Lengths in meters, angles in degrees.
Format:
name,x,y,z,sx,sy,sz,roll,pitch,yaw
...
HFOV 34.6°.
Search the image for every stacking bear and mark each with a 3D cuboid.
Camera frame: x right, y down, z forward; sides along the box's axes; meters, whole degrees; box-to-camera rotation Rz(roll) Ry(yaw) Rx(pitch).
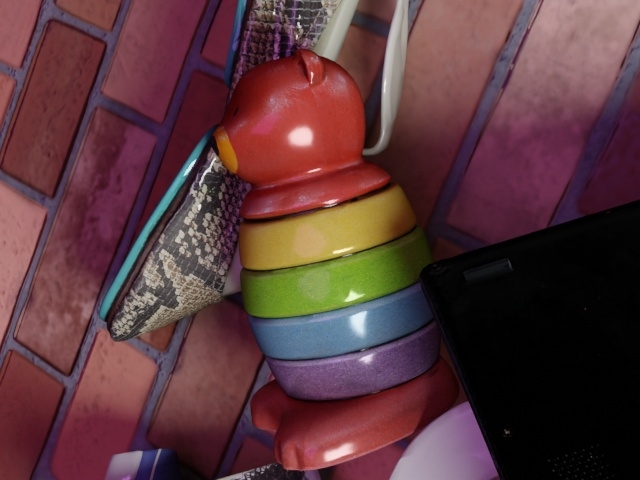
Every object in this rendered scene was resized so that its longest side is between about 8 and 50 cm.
name,x,y,z,sx,sy,sz,roll,pitch,yaw
stacking bear,0.000,0.000,0.793,0.164,0.175,0.289,-16,99,-12

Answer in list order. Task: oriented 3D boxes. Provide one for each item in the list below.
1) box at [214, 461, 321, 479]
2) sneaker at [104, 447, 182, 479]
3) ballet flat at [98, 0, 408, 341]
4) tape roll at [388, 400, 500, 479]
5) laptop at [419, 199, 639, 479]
name,x,y,z,sx,sy,sz,roll,pitch,yaw
box,-0.106,0.260,0.894,0.232,0.058,0.087,-14,66,-18
sneaker,-0.109,0.355,0.958,0.182,0.127,0.315,-4,74,4
ballet flat,-0.034,-0.096,0.901,0.182,0.164,0.482,24,100,2
tape roll,0.185,0.222,0.773,0.246,0.169,0.246,0,90,26
laptop,0.311,0.179,0.639,0.382,0.236,0.408,-17,52,-3
